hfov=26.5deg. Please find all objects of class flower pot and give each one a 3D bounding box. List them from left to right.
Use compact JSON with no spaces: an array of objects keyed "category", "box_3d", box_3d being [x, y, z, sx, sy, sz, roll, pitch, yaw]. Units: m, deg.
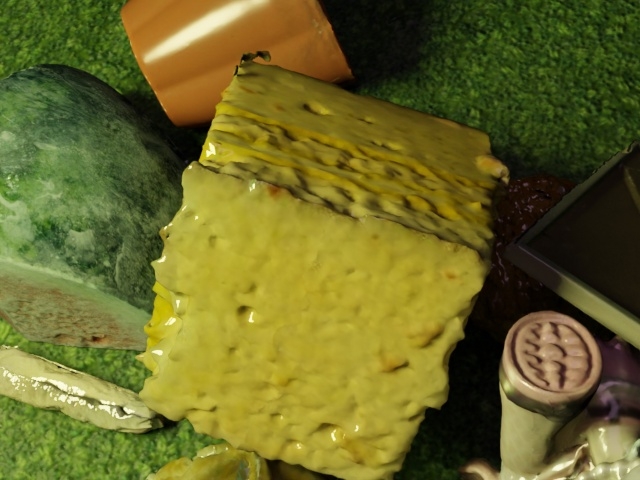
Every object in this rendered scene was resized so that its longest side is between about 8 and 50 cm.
[{"category":"flower pot","box_3d":[-0.078,-0.190,1.240,0.173,0.191,0.191,-27,58,4]}]

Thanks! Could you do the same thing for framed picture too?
[{"category":"framed picture","box_3d":[0.281,0.017,1.034,0.211,0.020,0.289,35,33,15]}]

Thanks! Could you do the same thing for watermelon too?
[{"category":"watermelon","box_3d":[-0.214,0.000,1.179,0.289,0.213,0.320,44,28,-4]}]

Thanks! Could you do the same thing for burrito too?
[{"category":"burrito","box_3d":[-0.215,0.127,1.136,0.185,0.041,0.045,17,21,18]}]

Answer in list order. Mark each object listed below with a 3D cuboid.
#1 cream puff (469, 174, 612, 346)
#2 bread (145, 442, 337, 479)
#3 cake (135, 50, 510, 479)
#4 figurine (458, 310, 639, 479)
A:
[{"category":"cream puff","box_3d":[0.181,0.016,1.105,0.150,0.115,0.165,-29,58,-15]},{"category":"bread","box_3d":[-0.043,0.273,0.972,0.152,0.130,0.268,-7,58,-8]},{"category":"cake","box_3d":[0.000,0.000,1.028,0.227,0.222,0.286,19,30,-3]},{"category":"figurine","box_3d":[0.235,0.230,0.874,0.253,0.211,0.361,11,30,-23]}]
